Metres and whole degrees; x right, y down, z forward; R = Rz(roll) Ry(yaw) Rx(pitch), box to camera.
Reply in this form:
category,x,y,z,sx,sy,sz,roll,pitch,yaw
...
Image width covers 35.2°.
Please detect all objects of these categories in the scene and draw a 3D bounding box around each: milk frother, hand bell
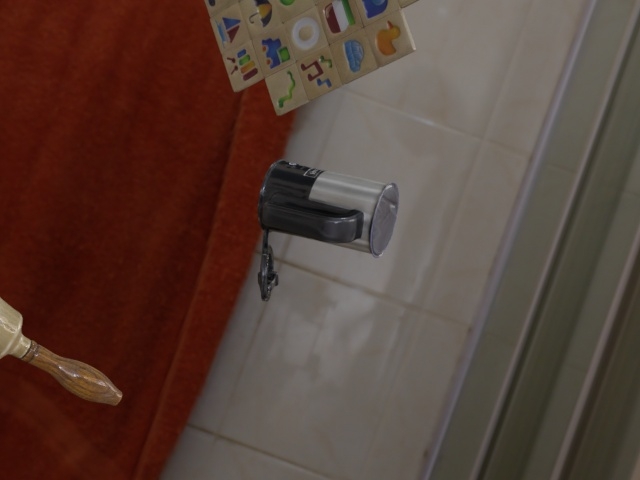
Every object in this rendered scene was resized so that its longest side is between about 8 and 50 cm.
category,x,y,z,sx,sy,sz,roll,pitch,yaw
milk frother,0.000,0.000,1.093,0.135,0.143,0.129,14,36,21
hand bell,-0.340,0.135,1.200,0.242,0.126,0.126,36,-11,-29

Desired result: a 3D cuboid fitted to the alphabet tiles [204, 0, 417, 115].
category,x,y,z,sx,sy,sz,roll,pitch,yaw
alphabet tiles,-0.013,-0.341,1.349,0.343,0.285,0.011,-21,-5,32
